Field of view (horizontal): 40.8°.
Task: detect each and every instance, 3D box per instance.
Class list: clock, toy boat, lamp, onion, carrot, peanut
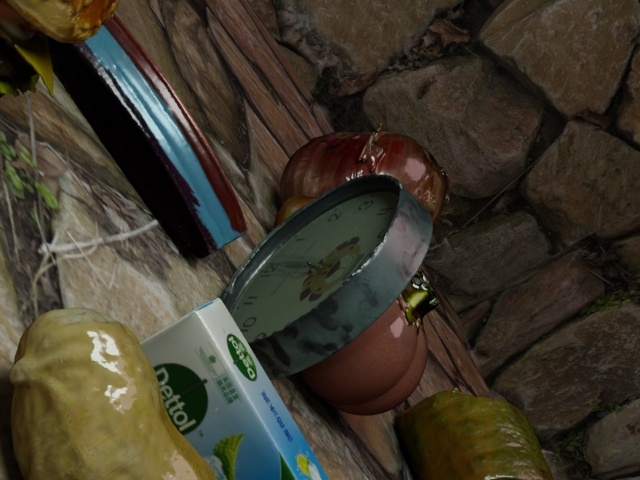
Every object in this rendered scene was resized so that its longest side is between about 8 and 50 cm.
[{"bbox_3d":[-0.003,0.037,1.068,0.061,0.313,0.312,50,13,-21],"label":"clock"},{"bbox_3d":[-0.231,-0.151,1.090,0.392,0.136,0.079,58,42,-12],"label":"toy boat"},{"bbox_3d":[0.059,0.112,1.319,0.305,0.240,0.305,55,11,-16],"label":"lamp"},{"bbox_3d":[0.088,-0.096,1.778,0.353,0.354,0.353,56,11,-17],"label":"onion"},{"bbox_3d":[0.286,0.411,1.565,0.241,0.241,0.340,51,14,-37],"label":"carrot"},{"bbox_3d":[-0.141,0.171,0.624,0.101,0.117,0.263,-15,-73,58],"label":"peanut"}]

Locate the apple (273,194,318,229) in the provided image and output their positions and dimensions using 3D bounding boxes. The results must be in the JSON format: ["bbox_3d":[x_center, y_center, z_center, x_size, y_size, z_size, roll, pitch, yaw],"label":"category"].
[{"bbox_3d":[0.000,0.000,1.564,0.195,0.160,0.173,8,-60,47],"label":"apple"}]

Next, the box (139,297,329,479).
[{"bbox_3d":[-0.100,0.168,0.713,0.194,0.139,0.073,59,11,2],"label":"box"}]

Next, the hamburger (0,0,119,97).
[{"bbox_3d":[-0.305,-0.267,0.744,0.291,0.225,0.291,59,9,-15],"label":"hamburger"}]
